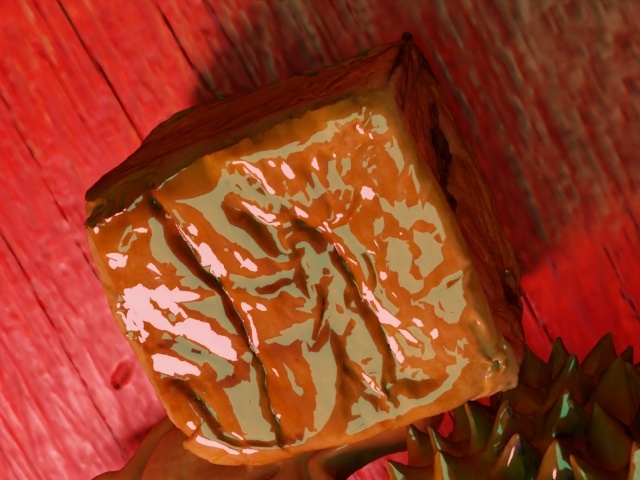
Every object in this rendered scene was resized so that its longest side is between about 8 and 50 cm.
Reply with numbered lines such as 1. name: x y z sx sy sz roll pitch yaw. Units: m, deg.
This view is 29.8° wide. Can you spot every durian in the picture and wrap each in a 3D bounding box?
1. durian: 0.102 0.137 0.459 0.154 0.260 0.186 43 149 -22

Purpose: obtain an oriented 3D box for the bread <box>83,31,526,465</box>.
1. bread: 0.000 0.000 0.515 0.143 0.158 0.149 -20 99 19

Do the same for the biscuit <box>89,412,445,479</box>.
1. biscuit: -0.045 0.136 0.591 0.236 0.144 0.040 -21 131 18
